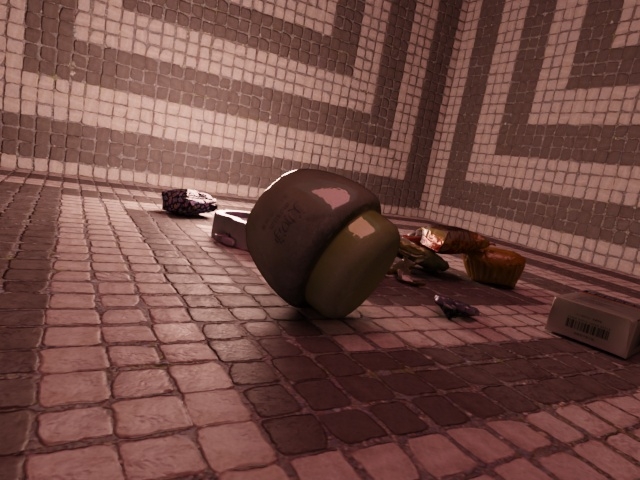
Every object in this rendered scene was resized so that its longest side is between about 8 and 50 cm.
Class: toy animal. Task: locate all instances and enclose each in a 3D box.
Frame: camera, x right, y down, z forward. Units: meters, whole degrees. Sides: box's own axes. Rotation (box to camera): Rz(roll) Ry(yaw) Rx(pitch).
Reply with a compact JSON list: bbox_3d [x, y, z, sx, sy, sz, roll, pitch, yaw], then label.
[{"bbox_3d":[0.275,0.083,1.564,0.155,0.095,0.219,19,7,-5],"label":"toy animal"}]

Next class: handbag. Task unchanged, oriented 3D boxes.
[{"bbox_3d":[-0.616,-0.181,2.127,0.229,0.126,0.208,6,6,36],"label":"handbag"}]

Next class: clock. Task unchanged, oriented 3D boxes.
[{"bbox_3d":[-0.257,-0.040,1.732,0.339,0.102,0.338,9,10,-2],"label":"clock"}]

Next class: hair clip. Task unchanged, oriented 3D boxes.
[{"bbox_3d":[0.374,0.188,1.239,0.124,0.052,0.195,25,7,25],"label":"hair clip"}]

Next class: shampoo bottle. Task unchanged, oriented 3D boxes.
[{"bbox_3d":[0.000,0.000,1.057,0.317,0.322,0.322,38,21,24],"label":"shampoo bottle"}]

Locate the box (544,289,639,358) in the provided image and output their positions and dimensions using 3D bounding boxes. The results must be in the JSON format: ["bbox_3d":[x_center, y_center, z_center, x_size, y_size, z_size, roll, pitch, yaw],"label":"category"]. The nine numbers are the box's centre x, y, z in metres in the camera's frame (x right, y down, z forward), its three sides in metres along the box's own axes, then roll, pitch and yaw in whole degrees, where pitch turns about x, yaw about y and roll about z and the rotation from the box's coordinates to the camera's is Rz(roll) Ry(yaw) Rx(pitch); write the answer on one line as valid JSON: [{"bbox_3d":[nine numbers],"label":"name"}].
[{"bbox_3d":[0.794,0.223,1.253,0.299,0.106,0.200,3,12,-43],"label":"box"}]

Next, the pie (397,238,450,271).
[{"bbox_3d":[0.363,0.056,1.743,0.302,0.067,0.302,22,0,0],"label":"pie"}]

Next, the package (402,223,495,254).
[{"bbox_3d":[0.489,-0.006,1.713,0.288,0.108,0.223,-4,12,-26],"label":"package"}]

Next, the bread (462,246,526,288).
[{"bbox_3d":[0.674,0.097,1.765,0.240,0.139,0.240,10,9,-2],"label":"bread"}]
